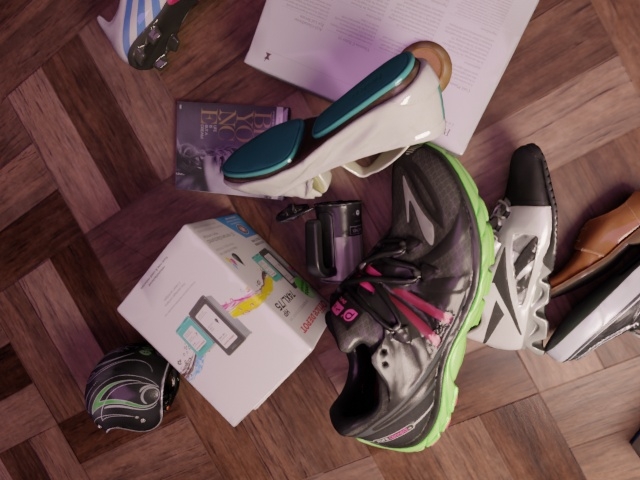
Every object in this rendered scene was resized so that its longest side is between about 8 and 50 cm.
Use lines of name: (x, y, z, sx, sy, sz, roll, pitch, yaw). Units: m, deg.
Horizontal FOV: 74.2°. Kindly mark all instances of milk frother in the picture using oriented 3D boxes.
milk frother: (0.000, 0.000, 0.744, 0.143, 0.129, 0.135, 8, 104, 56)

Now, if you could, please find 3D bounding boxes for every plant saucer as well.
plant saucer: (0.146, -0.243, 0.605, 0.083, 0.015, 0.084, 2, 100, 13)

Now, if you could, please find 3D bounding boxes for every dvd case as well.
dvd case: (-0.167, -0.168, 0.787, 0.220, 0.018, 0.165, 7, 100, 12)

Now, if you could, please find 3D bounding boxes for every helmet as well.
helmet: (-0.375, 0.289, 0.836, 0.161, 0.169, 0.170, 4, 100, -3)

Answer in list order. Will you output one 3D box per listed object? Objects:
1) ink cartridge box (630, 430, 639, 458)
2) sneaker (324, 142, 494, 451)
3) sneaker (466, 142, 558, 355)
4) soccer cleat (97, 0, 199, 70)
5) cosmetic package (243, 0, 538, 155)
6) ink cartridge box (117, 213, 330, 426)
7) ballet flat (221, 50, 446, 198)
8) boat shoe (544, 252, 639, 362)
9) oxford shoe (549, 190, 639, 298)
ink cartridge box: (0.627, 0.332, 0.641, 0.203, 0.086, 0.148, 28, 104, 7)
sneaker: (0.115, 0.090, 0.633, 0.202, 0.185, 0.484, 6, 94, -19)
sneaker: (0.276, 0.020, 0.655, 0.146, 0.122, 0.332, 2, 103, 18)
soccer cleat: (-0.257, -0.448, 0.712, 0.331, 0.116, 0.143, -43, 88, 16)
cosmetic package: (0.106, -0.336, 0.654, 0.376, 0.097, 0.285, 26, 102, 8)
ink cartridge box: (-0.147, 0.122, 0.735, 0.270, 0.198, 0.197, 44, 105, 3)
ballet flat: (0.007, -0.133, 0.652, 0.399, 0.139, 0.139, -17, 95, 38)
boat shoe: (0.480, 0.092, 0.625, 0.306, 0.113, 0.105, -45, 73, 7)
oxford shoe: (0.427, 0.011, 0.658, 0.212, 0.076, 0.076, -45, 57, 18)
